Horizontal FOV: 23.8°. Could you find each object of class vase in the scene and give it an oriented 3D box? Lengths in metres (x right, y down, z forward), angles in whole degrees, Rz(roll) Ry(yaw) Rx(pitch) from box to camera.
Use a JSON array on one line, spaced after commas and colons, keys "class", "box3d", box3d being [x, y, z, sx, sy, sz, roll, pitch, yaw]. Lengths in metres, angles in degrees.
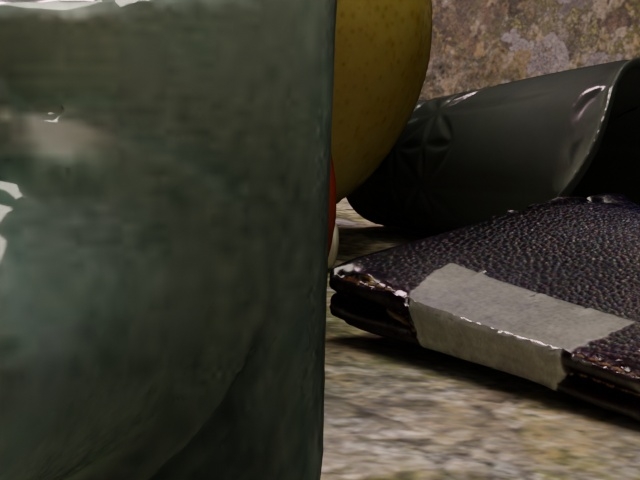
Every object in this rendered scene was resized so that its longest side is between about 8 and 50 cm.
[{"class": "vase", "box3d": [0.158, -0.060, 1.189, 0.251, 0.156, 0.301, -20, 15, -39]}]

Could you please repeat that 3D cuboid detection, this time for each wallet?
[{"class": "wallet", "box3d": [0.167, 0.036, 0.794, 0.262, 0.071, 0.221, -7, 18, -40]}]

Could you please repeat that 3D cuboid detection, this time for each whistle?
[{"class": "whistle", "box3d": [-0.131, -0.024, 0.505, 0.188, 0.168, 0.404, -11, 22, -33]}]

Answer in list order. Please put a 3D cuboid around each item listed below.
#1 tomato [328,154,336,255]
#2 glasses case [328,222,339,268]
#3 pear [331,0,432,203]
[{"class": "tomato", "box3d": [-0.110, -0.046, 0.811, 0.259, 0.180, 0.260, 1, 9, 0]}, {"class": "glasses case", "box3d": [0.000, 0.000, 1.054, 0.021, 0.032, 0.083, 7, 7, -8]}, {"class": "pear", "box3d": [-0.086, -0.162, 1.146, 0.348, 0.348, 0.348, 4, 8, 0]}]
